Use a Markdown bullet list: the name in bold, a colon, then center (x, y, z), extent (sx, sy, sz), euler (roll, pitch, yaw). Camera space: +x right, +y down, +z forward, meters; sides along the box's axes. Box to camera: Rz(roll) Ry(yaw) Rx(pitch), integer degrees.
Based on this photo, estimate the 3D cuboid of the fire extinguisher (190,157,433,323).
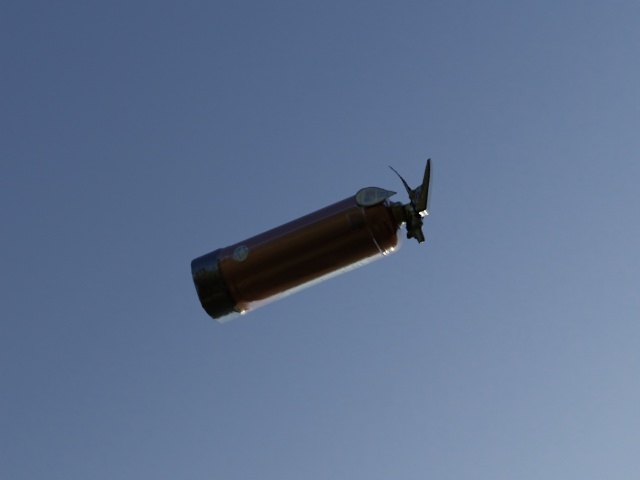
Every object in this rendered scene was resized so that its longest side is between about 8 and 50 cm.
- **fire extinguisher**: center (0.000, 0.000, 0.903), extent (0.177, 0.050, 0.062), euler (-23, -119, 11)
